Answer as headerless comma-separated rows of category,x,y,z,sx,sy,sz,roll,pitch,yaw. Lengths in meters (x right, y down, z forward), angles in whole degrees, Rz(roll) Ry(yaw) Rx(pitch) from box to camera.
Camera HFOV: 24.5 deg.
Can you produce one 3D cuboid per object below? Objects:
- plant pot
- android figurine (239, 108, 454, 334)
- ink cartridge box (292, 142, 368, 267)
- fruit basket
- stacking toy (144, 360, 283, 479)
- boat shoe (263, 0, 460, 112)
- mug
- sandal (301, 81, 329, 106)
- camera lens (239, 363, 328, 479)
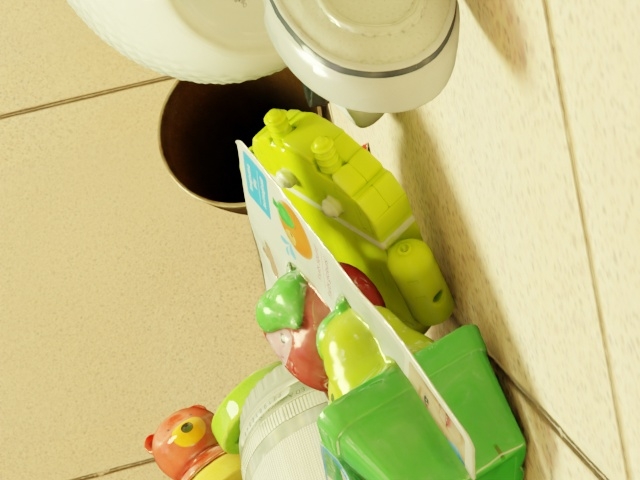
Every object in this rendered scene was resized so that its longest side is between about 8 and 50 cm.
plant pot,-0.081,-0.118,1.974,0.230,0.215,0.215,51,-158,-72
android figurine,0.022,-0.018,1.355,0.248,0.056,0.273,34,161,36
ink cartridge box,0.000,0.000,1.682,0.181,0.056,0.224,-176,95,-83
fruit basket,0.025,0.127,1.290,0.353,0.165,0.327,46,160,28
stacking toy,-0.061,0.180,1.790,0.130,0.309,0.279,47,147,25
boat shoe,0.021,-0.257,1.009,0.156,0.136,0.367,88,177,-49
mug,-0.069,-0.246,1.346,0.374,0.276,0.328,46,180,-25
sandal,-0.072,-0.363,1.651,0.167,0.107,0.445,-139,37,-80
camera lens,0.038,0.274,1.546,0.274,0.219,0.219,-110,9,-45
